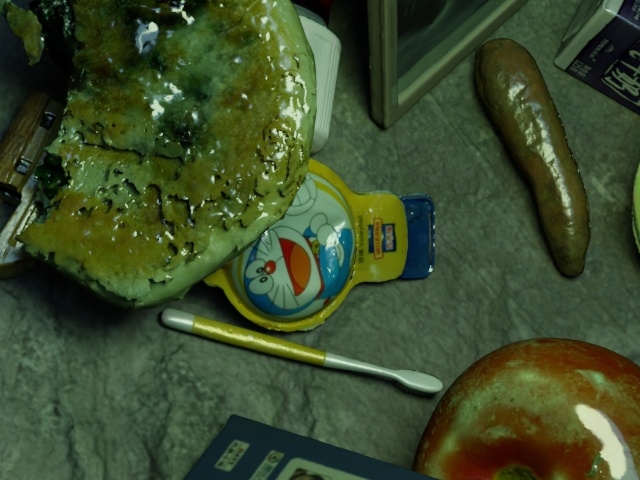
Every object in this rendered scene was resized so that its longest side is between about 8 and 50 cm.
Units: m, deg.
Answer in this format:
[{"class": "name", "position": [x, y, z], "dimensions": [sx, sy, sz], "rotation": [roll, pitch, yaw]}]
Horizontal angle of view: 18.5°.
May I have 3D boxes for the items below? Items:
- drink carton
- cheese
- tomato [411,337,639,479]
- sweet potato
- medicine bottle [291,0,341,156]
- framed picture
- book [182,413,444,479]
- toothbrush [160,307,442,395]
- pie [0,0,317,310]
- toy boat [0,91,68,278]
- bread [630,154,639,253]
[{"class": "drink carton", "position": [0.387, -0.201, 2.131], "dimensions": [0.222, 0.134, 0.102], "rotation": [30, 60, -5]}, {"class": "cheese", "position": [0.000, 0.000, 1.942], "dimensions": [0.270, 0.069, 0.177], "rotation": [-4, 96, -32]}, {"class": "tomato", "position": [0.227, 0.226, 1.833], "dimensions": [0.222, 0.270, 0.270], "rotation": [-2, 63, -59]}, {"class": "sweet potato", "position": [0.231, -0.095, 2.069], "dimensions": [0.075, 0.075, 0.273], "rotation": [-15, 74, -23]}, {"class": "medicine bottle", "position": [-0.058, -0.281, 1.976], "dimensions": [0.242, 0.242, 0.395], "rotation": [12, 79, -13]}, {"class": "framed picture", "position": [0.197, -0.354, 2.039], "dimensions": [0.028, 0.326, 0.446], "rotation": [32, 59, 26]}, {"class": "book", "position": [0.019, 0.316, 1.696], "dimensions": [0.428, 0.039, 0.300], "rotation": [15, 52, 32]}, {"class": "toothbrush", "position": [-0.018, 0.111, 1.930], "dimensions": [0.288, 0.024, 0.021], "rotation": [15, 61, -10]}, {"class": "pie", "position": [-0.148, -0.122, 1.815], "dimensions": [0.296, 0.078, 0.371], "rotation": [-5, 82, 7]}, {"class": "toy boat", "position": [-0.277, -0.062, 1.894], "dimensions": [0.088, 0.068, 0.226], "rotation": [25, 65, -1]}, {"class": "bread", "position": [0.462, -0.057, 2.062], "dimensions": [0.301, 0.045, 0.301], "rotation": [-4, 110, -10]}]
